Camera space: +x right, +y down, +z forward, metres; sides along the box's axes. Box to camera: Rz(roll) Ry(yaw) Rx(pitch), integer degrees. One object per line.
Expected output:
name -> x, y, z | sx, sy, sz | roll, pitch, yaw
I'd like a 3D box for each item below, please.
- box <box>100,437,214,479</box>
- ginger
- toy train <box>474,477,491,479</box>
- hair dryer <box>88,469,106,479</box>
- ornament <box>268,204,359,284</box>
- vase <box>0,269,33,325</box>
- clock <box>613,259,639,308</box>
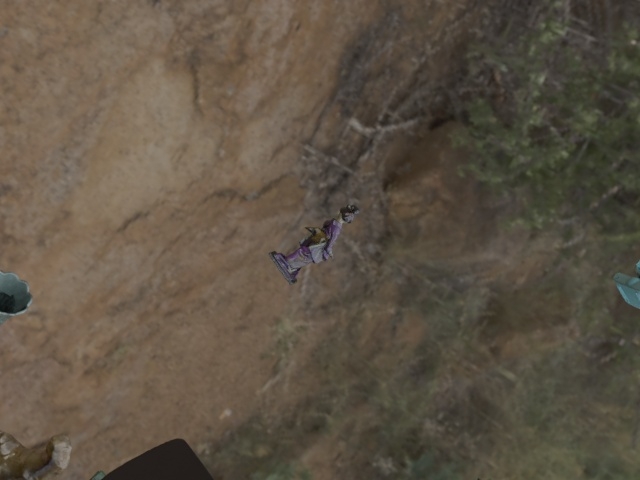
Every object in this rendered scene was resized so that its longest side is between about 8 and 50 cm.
box -> -0.197, 0.315, 1.192 | 0.126, 0.125, 0.027 | -26, 134, -23
ginger -> -0.538, 0.367, 1.568 | 0.080, 0.333, 0.166 | -52, 142, -62
toy train -> 0.145, 0.344, 1.127 | 0.178, 0.071, 0.104 | -36, 165, 8
hair dryer -> -0.485, 0.546, 2.034 | 0.047, 0.071, 0.150 | -46, 175, 18
ornament -> -0.002, 0.002, 1.943 | 0.203, 0.088, 0.081 | -38, 180, -2
vase -> -0.522, 0.119, 1.518 | 0.081, 0.081, 0.149 | -11, 155, -48
clock -> 0.443, 0.030, 1.185 | 0.147, 0.108, 0.045 | -34, 102, -3
